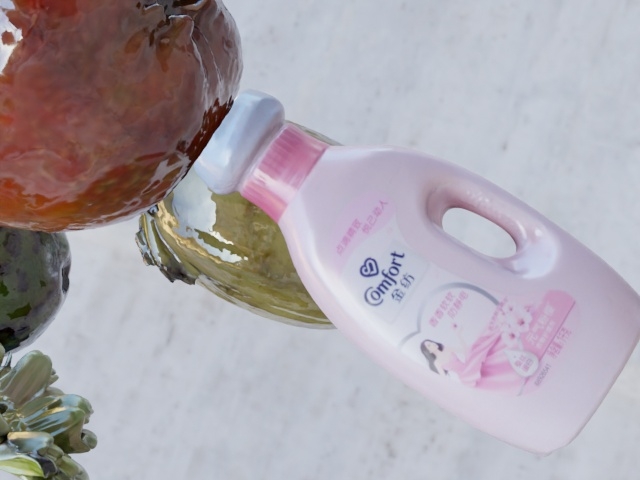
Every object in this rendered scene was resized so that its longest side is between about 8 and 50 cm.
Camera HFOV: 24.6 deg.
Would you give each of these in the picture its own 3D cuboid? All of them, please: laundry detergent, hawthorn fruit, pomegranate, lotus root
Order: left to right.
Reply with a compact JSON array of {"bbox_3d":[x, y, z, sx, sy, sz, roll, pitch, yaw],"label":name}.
[{"bbox_3d":[-0.458,0.012,1.817,0.242,0.306,0.242,-60,4,7],"label":"pomegranate"},{"bbox_3d":[-0.171,-0.098,0.800,0.205,0.253,0.205,28,-127,-47],"label":"hawthorn fruit"},{"bbox_3d":[0.000,0.000,1.256,0.183,0.310,0.182,-156,90,-86],"label":"lotus root"},{"bbox_3d":[0.065,0.010,1.057,0.159,0.335,0.088,-55,-1,-10],"label":"laundry detergent"}]

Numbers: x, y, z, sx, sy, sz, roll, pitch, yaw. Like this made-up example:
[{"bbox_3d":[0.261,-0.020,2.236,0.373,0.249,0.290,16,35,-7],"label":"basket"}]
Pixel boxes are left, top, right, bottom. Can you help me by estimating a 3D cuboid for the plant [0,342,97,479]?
[{"bbox_3d":[-0.411,0.183,1.516,0.297,0.306,0.261,-35,-35,-13],"label":"plant"}]
